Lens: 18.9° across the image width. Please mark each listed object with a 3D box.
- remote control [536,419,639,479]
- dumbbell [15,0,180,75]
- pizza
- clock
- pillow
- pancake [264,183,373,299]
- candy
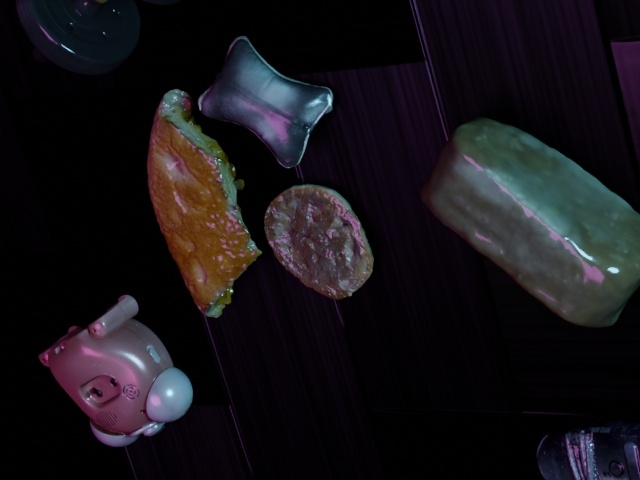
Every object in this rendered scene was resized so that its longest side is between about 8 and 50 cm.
[{"bbox_3d":[0.339,0.221,1.935,0.265,0.066,0.090,-3,99,42],"label":"remote control"},{"bbox_3d":[-0.216,-0.275,2.003,0.143,0.143,0.325,53,133,0],"label":"dumbbell"},{"bbox_3d":[-0.132,-0.038,2.133,0.134,0.056,0.271,-5,110,40],"label":"pizza"},{"bbox_3d":[-0.245,0.169,2.310,0.166,0.093,0.162,-31,98,42],"label":"clock"},{"bbox_3d":[-0.058,-0.145,2.017,0.135,0.055,0.091,34,128,15],"label":"pillow"},{"bbox_3d":[0.000,0.000,2.078,0.139,0.022,0.140,18,124,29],"label":"pancake"},{"bbox_3d":[0.211,-0.020,1.859,0.234,0.102,0.104,41,132,14],"label":"candy"}]
